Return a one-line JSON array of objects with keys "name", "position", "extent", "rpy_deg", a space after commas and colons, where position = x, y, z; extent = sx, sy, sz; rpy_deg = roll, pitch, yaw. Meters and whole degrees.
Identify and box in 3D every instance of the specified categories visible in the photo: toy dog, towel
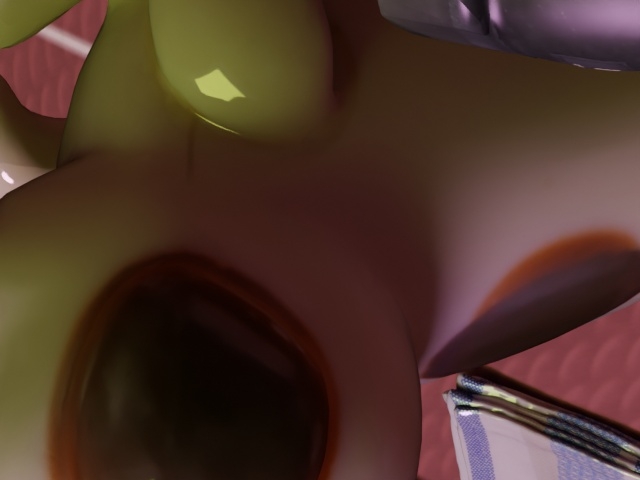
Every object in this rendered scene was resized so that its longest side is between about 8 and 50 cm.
[{"name": "toy dog", "position": [0.000, 0.000, 0.681], "extent": [0.395, 0.408, 0.284], "rpy_deg": [42, 149, 2]}, {"name": "towel", "position": [0.213, 0.205, 1.050], "extent": [0.285, 0.034, 0.209], "rpy_deg": [21, 143, 31]}]

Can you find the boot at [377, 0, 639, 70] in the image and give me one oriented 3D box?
[{"name": "boot", "position": [0.247, -0.189, 0.408], "extent": [0.445, 0.146, 0.367], "rpy_deg": [14, 114, 27]}]
